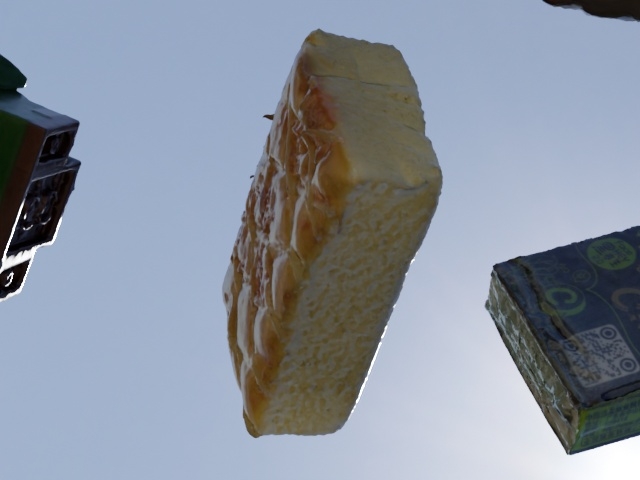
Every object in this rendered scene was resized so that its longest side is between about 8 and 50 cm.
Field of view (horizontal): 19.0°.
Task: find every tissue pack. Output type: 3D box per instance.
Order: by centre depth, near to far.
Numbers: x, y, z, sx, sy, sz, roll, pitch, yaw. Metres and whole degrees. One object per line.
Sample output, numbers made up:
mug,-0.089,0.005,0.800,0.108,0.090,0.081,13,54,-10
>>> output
tissue pack,0.273,0.067,1.564,0.073,0.236,0.173,94,-25,-46

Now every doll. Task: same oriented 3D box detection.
doll,-0.184,-0.042,0.768,0.186,0.134,0.106,31,-73,37

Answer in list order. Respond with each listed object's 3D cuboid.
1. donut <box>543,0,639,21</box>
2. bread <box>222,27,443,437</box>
donut,0.140,-0.145,0.759,0.140,0.059,0.140,-1,-92,20
bread,0.000,0.001,1.016,0.125,0.068,0.188,-103,-154,-49
